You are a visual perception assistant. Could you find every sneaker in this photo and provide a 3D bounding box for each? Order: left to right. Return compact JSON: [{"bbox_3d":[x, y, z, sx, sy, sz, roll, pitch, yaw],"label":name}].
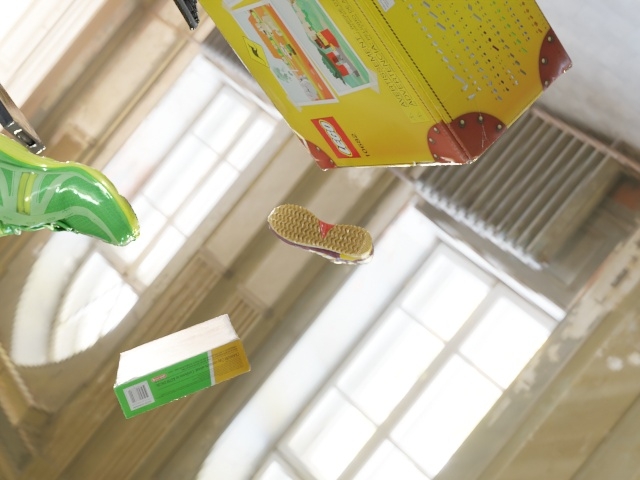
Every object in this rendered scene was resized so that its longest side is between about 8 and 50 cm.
[{"bbox_3d":[-0.354,-0.043,1.193,0.295,0.124,0.109,20,152,15],"label":"sneaker"},{"bbox_3d":[0.000,0.000,1.621,0.185,0.070,0.084,20,160,16],"label":"sneaker"}]

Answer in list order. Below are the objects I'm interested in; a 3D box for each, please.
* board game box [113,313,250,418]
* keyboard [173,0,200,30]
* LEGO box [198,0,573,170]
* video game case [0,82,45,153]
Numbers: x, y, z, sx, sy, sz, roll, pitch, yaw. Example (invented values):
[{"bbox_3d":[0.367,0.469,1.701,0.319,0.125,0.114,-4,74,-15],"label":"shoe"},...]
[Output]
[{"bbox_3d":[-0.270,0.234,1.881,0.316,0.242,0.064,-155,44,-80],"label":"board game box"},{"bbox_3d":[-0.266,-0.482,1.475,0.317,0.033,0.202,60,-174,-49],"label":"keyboard"},{"bbox_3d":[0.005,-0.332,1.157,0.500,0.193,0.372,53,161,-20],"label":"LEGO box"},{"bbox_3d":[-0.748,-0.339,2.211,0.275,0.035,0.248,54,175,6],"label":"video game case"}]
